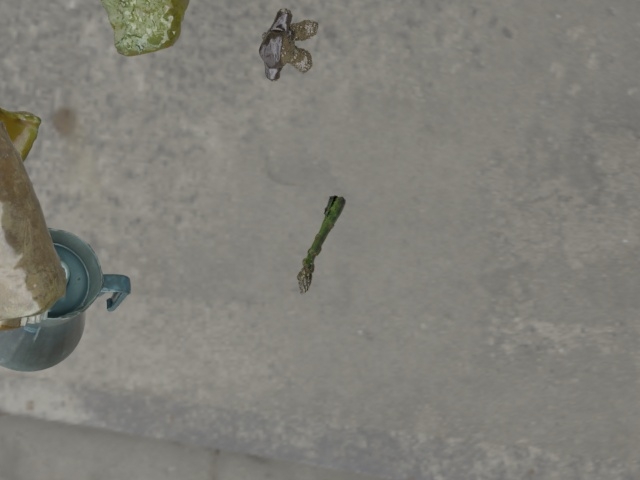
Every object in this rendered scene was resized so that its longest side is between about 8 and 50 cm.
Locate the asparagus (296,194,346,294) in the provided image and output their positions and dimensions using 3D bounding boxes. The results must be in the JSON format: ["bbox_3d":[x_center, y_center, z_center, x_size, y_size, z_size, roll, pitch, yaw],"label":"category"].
[{"bbox_3d":[0.000,0.000,1.517,0.022,0.233,0.023,-36,107,29],"label":"asparagus"}]

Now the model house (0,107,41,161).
[{"bbox_3d":[-0.639,-0.168,2.014,0.268,0.239,0.173,-46,50,24],"label":"model house"}]

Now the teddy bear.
[{"bbox_3d":[-0.064,-0.320,1.950,0.078,0.160,0.119,18,108,14],"label":"teddy bear"}]

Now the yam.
[{"bbox_3d":[-0.232,-0.093,0.730,0.066,0.066,0.299,-17,97,39],"label":"yam"}]

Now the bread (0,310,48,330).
[{"bbox_3d":[-0.446,0.044,1.451,0.210,0.192,0.109,21,104,20],"label":"bread"}]

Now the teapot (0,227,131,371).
[{"bbox_3d":[-0.382,0.082,1.697,0.225,0.203,0.171,140,127,-58],"label":"teapot"}]

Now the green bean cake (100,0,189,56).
[{"bbox_3d":[-0.301,-0.433,1.882,0.124,0.236,0.233,-4,65,24],"label":"green bean cake"}]
